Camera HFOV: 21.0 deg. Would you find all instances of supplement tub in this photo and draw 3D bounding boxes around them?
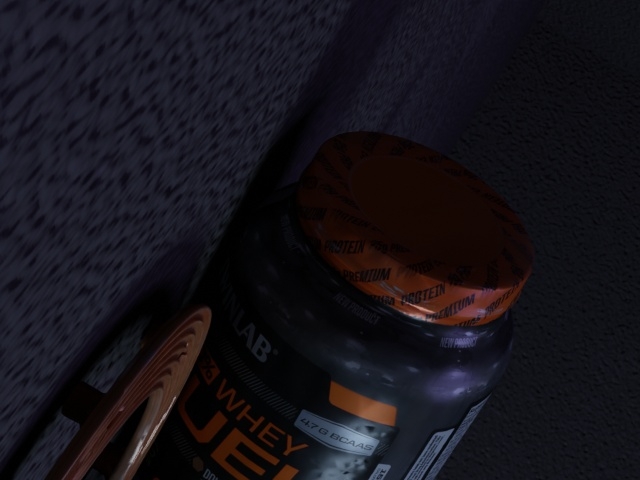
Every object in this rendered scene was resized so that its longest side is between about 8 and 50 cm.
[{"bbox_3d":[-0.001,0.103,1.210,0.338,0.207,0.207,-61,175,30],"label":"supplement tub"}]

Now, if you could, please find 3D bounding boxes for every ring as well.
[{"bbox_3d":[-0.166,0.175,1.023,0.337,0.032,0.336,-59,176,-6],"label":"ring"}]
